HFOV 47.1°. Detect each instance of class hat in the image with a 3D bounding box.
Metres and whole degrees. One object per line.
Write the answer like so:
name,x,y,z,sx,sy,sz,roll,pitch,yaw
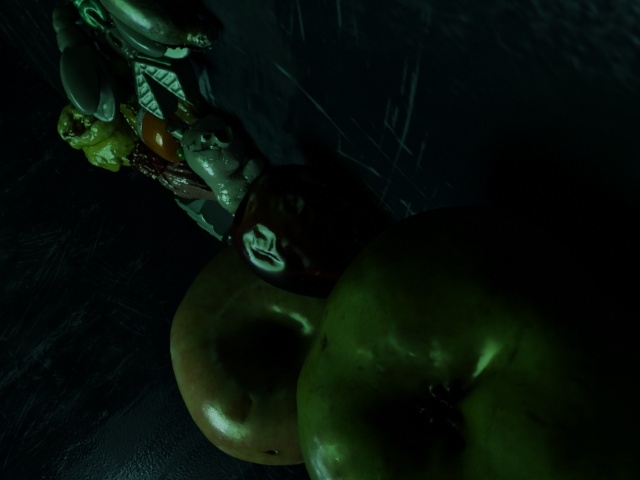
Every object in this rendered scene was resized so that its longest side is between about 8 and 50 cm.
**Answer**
hat,-0.267,-0.139,1.542,0.286,0.107,0.237,24,180,-30

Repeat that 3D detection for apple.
apple,-0.064,0.179,1.259,0.391,0.391,0.346,43,171,9

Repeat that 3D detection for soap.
soap,-0.284,-0.082,1.885,0.145,0.091,0.230,48,169,-29

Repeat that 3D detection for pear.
pear,0.132,0.129,0.589,0.304,0.304,0.304,43,169,10

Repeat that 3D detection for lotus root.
lotus root,-0.194,-0.275,0.855,0.165,0.088,0.088,37,171,-12

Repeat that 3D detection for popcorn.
popcorn,-0.482,-0.271,1.665,0.203,0.200,0.226,170,98,-86

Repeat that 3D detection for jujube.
jujube,0.000,0.000,0.969,0.236,0.168,0.168,30,173,-16

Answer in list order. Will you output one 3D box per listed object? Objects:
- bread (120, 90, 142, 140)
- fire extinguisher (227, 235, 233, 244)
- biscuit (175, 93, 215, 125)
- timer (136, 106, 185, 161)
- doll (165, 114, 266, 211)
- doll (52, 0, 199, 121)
bread,-0.364,-0.258,1.574,0.140,0.069,0.128,55,165,-29
fire extinguisher,-0.091,0.052,1.624,0.135,0.114,0.337,-6,-150,-41
biscuit,-0.239,-0.238,1.271,0.215,0.034,0.182,47,169,-13
timer,-0.281,-0.205,1.406,0.136,0.099,0.136,33,173,4
doll,-0.162,-0.128,1.212,0.149,0.095,0.192,16,149,49
doll,-0.288,-0.269,0.998,0.258,0.153,0.195,32,132,5
